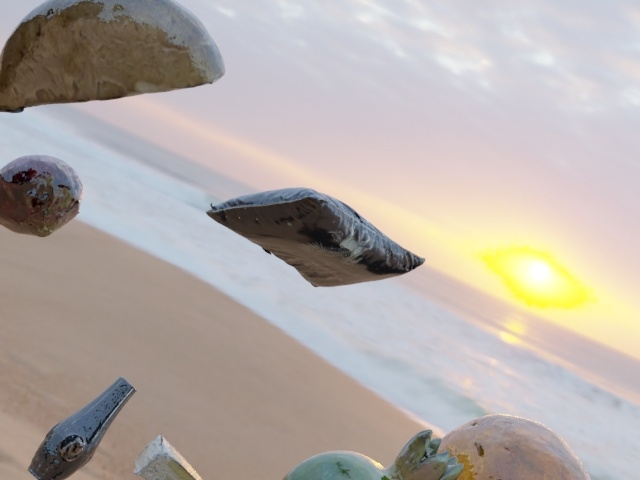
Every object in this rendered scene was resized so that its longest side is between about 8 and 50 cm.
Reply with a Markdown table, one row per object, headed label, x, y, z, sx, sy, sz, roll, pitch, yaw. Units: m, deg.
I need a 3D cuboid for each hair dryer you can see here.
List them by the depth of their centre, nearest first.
| label | x | y | z | sx | sy | sz | roll | pitch | yaw |
| --- | --- | --- | --- | --- | --- | --- | --- | --- | --- |
| hair dryer | -0.338 | 0.278 | 1.454 | 0.075 | 0.195 | 0.219 | 44 | -16 | -6 |

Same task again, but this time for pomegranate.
| label | x | y | z | sx | sy | sz | roll | pitch | yaw |
| --- | --- | --- | --- | --- | --- | --- | --- | --- | --- |
| pomegranate | 0.054 | 0.297 | 1.087 | 0.187 | 0.225 | 0.187 | 45 | 0 | 0 |

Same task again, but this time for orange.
| label | x | y | z | sx | sy | sz | roll | pitch | yaw |
| --- | --- | --- | --- | --- | --- | --- | --- | --- | --- |
| orange | 0.243 | 0.379 | 1.363 | 0.226 | 0.284 | 0.284 | 22 | 2 | -16 |

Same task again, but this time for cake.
| label | x | y | z | sx | sy | sz | roll | pitch | yaw |
| --- | --- | --- | --- | --- | --- | --- | --- | --- | --- |
| cake | -0.170 | 0.293 | 1.222 | 0.121 | 0.052 | 0.065 | 50 | -7 | -21 |

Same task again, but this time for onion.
| label | x | y | z | sx | sy | sz | roll | pitch | yaw |
| --- | --- | --- | --- | --- | --- | --- | --- | --- | --- |
| onion | -0.319 | -0.053 | 1.134 | 0.107 | 0.107 | 0.097 | 23 | 41 | -43 |

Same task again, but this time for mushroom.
| label | x | y | z | sx | sy | sz | roll | pitch | yaw |
| --- | --- | --- | --- | --- | --- | --- | --- | --- | --- |
| mushroom | -0.185 | -0.155 | 0.821 | 0.210 | 0.094 | 0.072 | -1 | 12 | 14 |

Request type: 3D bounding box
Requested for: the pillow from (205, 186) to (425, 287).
| label | x | y | z | sx | sy | sz | roll | pitch | yaw |
| --- | --- | --- | --- | --- | --- | --- | --- | --- | --- |
| pillow | 0.000 | 0.000 | 1.027 | 0.141 | 0.055 | 0.208 | -11 | -26 | 30 |
